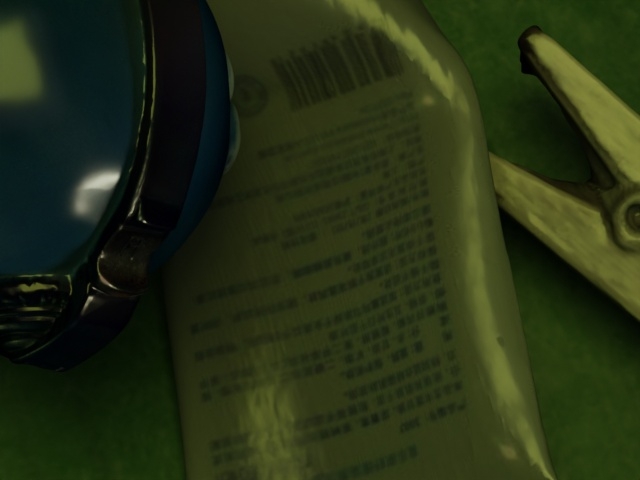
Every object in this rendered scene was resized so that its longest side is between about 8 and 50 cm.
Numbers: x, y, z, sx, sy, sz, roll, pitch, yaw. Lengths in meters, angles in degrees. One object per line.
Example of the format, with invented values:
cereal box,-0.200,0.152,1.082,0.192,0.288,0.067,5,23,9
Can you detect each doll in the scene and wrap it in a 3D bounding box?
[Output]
doll,-0.182,-0.063,1.081,0.310,0.240,0.284,-14,72,36

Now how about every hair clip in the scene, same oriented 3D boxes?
hair clip,0.216,0.014,1.169,0.331,0.085,0.101,41,88,14

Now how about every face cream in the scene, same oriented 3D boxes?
face cream,0.000,0.000,1.149,0.235,0.137,0.420,-18,65,23
